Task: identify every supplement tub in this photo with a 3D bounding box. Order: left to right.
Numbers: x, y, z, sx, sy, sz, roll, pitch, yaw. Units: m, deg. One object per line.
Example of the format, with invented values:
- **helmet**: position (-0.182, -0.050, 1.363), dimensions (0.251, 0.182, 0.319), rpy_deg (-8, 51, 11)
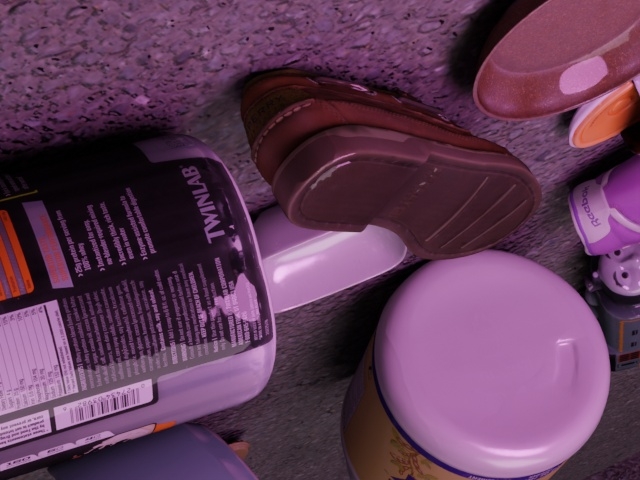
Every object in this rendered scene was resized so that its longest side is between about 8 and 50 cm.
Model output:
- **supplement tub**: position (-0.205, 0.055, 0.863), dimensions (0.316, 0.193, 0.193), rpy_deg (-15, 156, -19)
- **supplement tub**: position (0.151, 0.180, 1.436), dimensions (0.241, 0.241, 0.331), rpy_deg (-17, 156, -17)

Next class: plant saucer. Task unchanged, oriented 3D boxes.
- **plant saucer**: position (0.197, -0.160, 0.987), dimensions (0.199, 0.036, 0.198), rpy_deg (-21, 158, -8)

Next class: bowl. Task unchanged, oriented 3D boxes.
- **bowl**: position (-0.137, 0.318, 1.446), dimensions (0.163, 0.311, 0.311), rpy_deg (-38, 161, -16)
- **bowl**: position (0.000, 0.000, 1.128), dimensions (0.142, 0.053, 0.142), rpy_deg (-23, 158, -5)

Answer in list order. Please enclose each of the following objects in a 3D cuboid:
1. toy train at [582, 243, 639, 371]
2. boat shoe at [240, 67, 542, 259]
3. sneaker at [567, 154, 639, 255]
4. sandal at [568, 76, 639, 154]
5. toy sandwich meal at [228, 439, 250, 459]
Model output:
- **toy train**: position (0.407, 0.064, 1.580), dimensions (0.190, 0.142, 0.334), rpy_deg (-16, 160, 6)
- **boat shoe**: position (0.062, -0.064, 0.988), dimensions (0.111, 0.104, 0.307), rpy_deg (-43, 151, 20)
- **sneaker**: position (0.351, -0.038, 1.361), dimensions (0.161, 0.102, 0.282), rpy_deg (-26, 158, 36)
- **sandal**: position (0.343, -0.131, 1.142), dimensions (0.265, 0.076, 0.102), rpy_deg (-24, 158, 2)
- **toy sandwich meal**: position (-0.127, 0.261, 1.626), dimensions (0.085, 0.029, 0.085), rpy_deg (-24, 157, -11)
